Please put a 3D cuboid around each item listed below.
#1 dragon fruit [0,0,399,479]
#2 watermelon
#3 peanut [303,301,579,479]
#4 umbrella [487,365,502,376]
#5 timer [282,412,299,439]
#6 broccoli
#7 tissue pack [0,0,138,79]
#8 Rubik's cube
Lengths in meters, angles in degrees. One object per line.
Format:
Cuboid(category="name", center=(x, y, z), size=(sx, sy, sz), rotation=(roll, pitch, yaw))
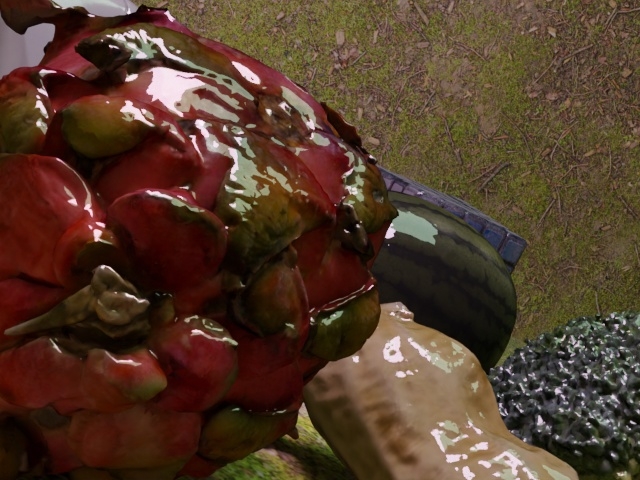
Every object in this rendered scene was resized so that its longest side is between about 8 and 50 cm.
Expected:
Cuboid(category="dragon fruit", center=(-0.129, 0.036, 0.507), size=(0.314, 0.296, 0.263), rotation=(29, 38, -7))
Cuboid(category="watermelon", center=(0.095, 0.072, 1.093), size=(0.359, 0.278, 0.279), rotation=(28, 3, -21))
Cuboid(category="peanut", center=(0.099, 0.169, 0.667), size=(0.325, 0.153, 0.140), rotation=(39, 1, 39))
Cuboid(category="umbrella", center=(0.317, 0.265, 1.569), size=(0.224, 0.071, 0.080), rotation=(21, -32, 6))
Cuboid(category="timer", center=(-0.060, 0.122, 0.762), size=(0.132, 0.132, 0.152), rotation=(23, 28, -44))
Cuboid(category="broccoli", center=(0.280, 0.229, 0.845), size=(0.249, 0.301, 0.375), rotation=(1, -12, -28))
Cuboid(category="tissue pack", center=(-0.311, -0.136, 0.872), size=(0.333, 0.229, 0.236), rotation=(-11, -17, 39))
Cuboid(category="Rubik's cube", center=(0.163, 0.027, 1.381), size=(0.237, 0.237, 0.238), rotation=(22, 9, -26))
